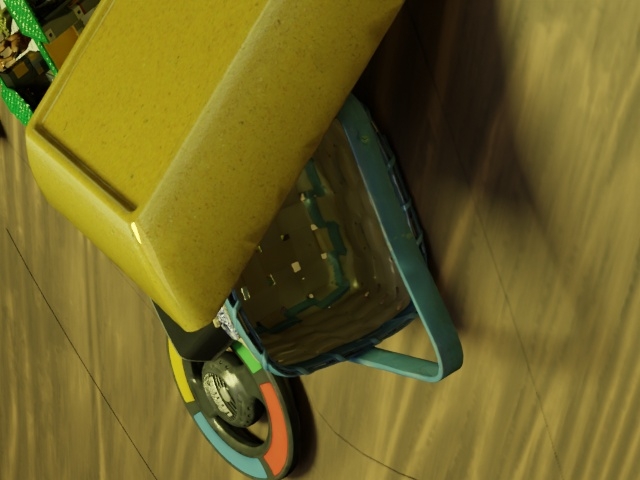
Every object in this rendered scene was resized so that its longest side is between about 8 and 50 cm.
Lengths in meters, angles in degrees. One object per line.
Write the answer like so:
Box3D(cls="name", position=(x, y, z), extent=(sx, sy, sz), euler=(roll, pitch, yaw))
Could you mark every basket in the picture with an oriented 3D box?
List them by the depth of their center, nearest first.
Box3D(cls="basket", position=(0.000, 0.000, 1.419), extent=(0.289, 0.201, 0.255), euler=(-6, 108, 59))

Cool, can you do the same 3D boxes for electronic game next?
Box3D(cls="electronic game", position=(-0.100, 0.168, 1.840), extent=(0.229, 0.048, 0.229), euler=(35, 139, 37))

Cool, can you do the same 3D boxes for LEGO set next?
Box3D(cls="LEGO set", position=(-0.236, -0.250, 1.607), extent=(0.255, 0.192, 0.331), euler=(17, 144, 52))

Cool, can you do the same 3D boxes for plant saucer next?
Box3D(cls="plant saucer", position=(-0.117, -0.136, 1.360), extent=(0.333, 0.081, 0.332), euler=(-59, 39, 4))

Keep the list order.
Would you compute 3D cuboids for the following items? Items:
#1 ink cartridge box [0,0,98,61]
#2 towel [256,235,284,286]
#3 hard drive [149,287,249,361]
Box3D(cls="ink cartridge box", position=(-0.318, -0.270, 1.823), extent=(0.224, 0.045, 0.223), euler=(17, 127, 49))
Box3D(cls="towel", position=(-0.069, -0.030, 1.675), extent=(0.102, 0.021, 0.237), euler=(43, 144, 23))
Box3D(cls="hard drive", position=(-0.153, -0.005, 1.738), extent=(0.255, 0.054, 0.172), euler=(67, 152, 13))
